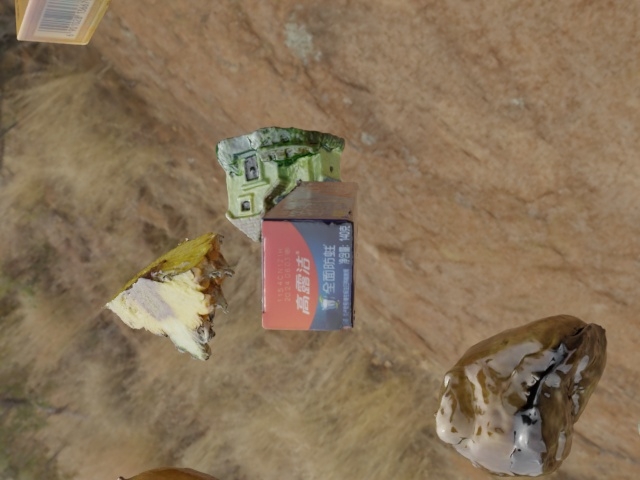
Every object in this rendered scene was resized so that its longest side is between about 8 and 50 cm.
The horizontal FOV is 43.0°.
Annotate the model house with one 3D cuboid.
[{"bbox_3d":[-0.067,-0.094,1.498,0.214,0.189,0.195,-9,172,29],"label":"model house"}]

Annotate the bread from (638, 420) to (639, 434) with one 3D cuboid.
[{"bbox_3d":[0.504,0.249,0.935,0.267,0.040,0.267,14,156,6],"label":"bread"}]

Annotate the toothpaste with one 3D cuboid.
[{"bbox_3d":[0.000,-0.001,0.681,0.066,0.076,0.320,1,-172,2],"label":"toothpaste"}]

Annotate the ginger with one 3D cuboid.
[{"bbox_3d":[0.305,0.234,1.266,0.223,0.269,0.200,12,168,40],"label":"ginger"}]

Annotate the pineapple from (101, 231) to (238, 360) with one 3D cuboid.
[{"bbox_3d":[-0.182,0.079,1.210,0.164,0.139,0.250,46,138,-11],"label":"pineapple"}]

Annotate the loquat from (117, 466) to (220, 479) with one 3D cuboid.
[{"bbox_3d":[-0.168,0.381,0.948,0.238,0.238,0.193,40,156,8],"label":"loquat"}]

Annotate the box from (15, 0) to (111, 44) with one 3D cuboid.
[{"bbox_3d":[-0.221,-0.308,0.725,0.274,0.076,0.174,-19,76,61],"label":"box"}]
